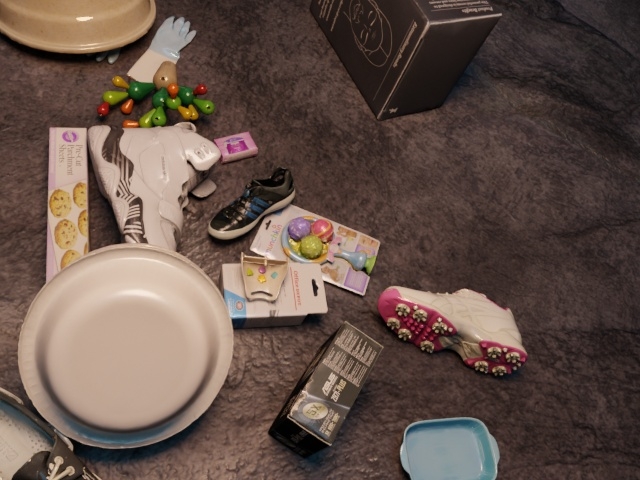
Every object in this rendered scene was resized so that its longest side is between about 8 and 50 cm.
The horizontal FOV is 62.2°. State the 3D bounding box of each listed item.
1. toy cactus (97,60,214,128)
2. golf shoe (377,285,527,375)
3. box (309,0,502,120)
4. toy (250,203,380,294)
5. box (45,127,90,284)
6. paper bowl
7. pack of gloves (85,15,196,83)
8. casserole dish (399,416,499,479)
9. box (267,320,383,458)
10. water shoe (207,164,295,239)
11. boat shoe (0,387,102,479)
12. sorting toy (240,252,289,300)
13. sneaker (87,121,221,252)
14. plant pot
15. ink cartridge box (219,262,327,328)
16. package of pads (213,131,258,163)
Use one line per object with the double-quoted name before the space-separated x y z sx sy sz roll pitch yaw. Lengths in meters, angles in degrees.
"toy cactus" -0.326 -0.304 1.072 0.219 0.112 0.180 -4 53 2
"golf shoe" 0.250 0.147 1.020 0.306 0.115 0.140 25 46 -11
"box" 0.178 -0.544 1.260 0.212 0.293 0.395 -17 69 -25
"toy" 0.000 0.000 1.039 0.237 0.056 0.136 24 56 -4
"box" -0.435 -0.050 0.919 0.067 0.063 0.323 -2 63 -20
"paper bowl" -0.265 0.147 0.746 0.285 0.148 0.284 -1 94 -17
"pack of gloves" -0.394 -0.458 1.171 0.195 0.046 0.232 20 58 -6
"casserole dish" 0.218 0.369 0.916 0.189 0.037 0.114 1 62 -17
"box" 0.006 0.241 0.852 0.078 0.147 0.180 34 58 2
"water shoe" -0.136 -0.079 1.013 0.073 0.080 0.203 30 50 32
"boat shoe" -0.376 0.303 0.689 0.303 0.091 0.114 31 47 13
"sorting toy" -0.099 0.065 0.907 0.083 0.045 0.075 7 66 -15
"sneaker" -0.263 -0.070 0.941 0.210 0.137 0.365 -18 67 -24
"plant pot" -0.502 -0.592 1.026 0.334 0.305 0.333 6 53 -8
"ink cartridge box" -0.086 0.098 0.952 0.180 0.060 0.104 0 61 -18
"package of pads" -0.176 -0.192 1.102 0.083 0.032 0.050 -20 68 -27
